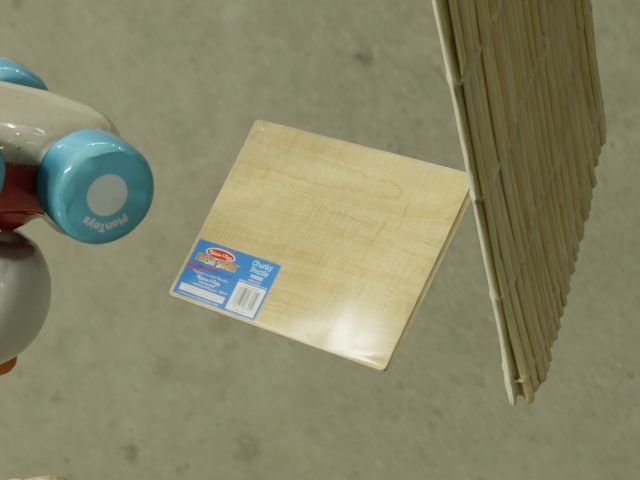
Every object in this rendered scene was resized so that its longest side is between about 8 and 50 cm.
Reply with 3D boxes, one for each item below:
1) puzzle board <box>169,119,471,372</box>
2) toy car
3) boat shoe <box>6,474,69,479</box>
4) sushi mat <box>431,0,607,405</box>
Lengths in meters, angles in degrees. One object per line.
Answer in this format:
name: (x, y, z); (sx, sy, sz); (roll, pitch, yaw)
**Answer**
puzzle board: (0.000, 0.000, 0.748); (0.128, 0.011, 0.096); (17, 75, 36)
toy car: (-0.258, 0.006, 1.140); (0.219, 0.210, 0.238); (34, 113, 51)
boat shoe: (-0.156, 0.174, 0.847); (0.341, 0.121, 0.110); (2, 78, 53)
sushi mat: (0.078, -0.076, 0.622); (0.019, 0.316, 0.151); (8, 58, 18)
